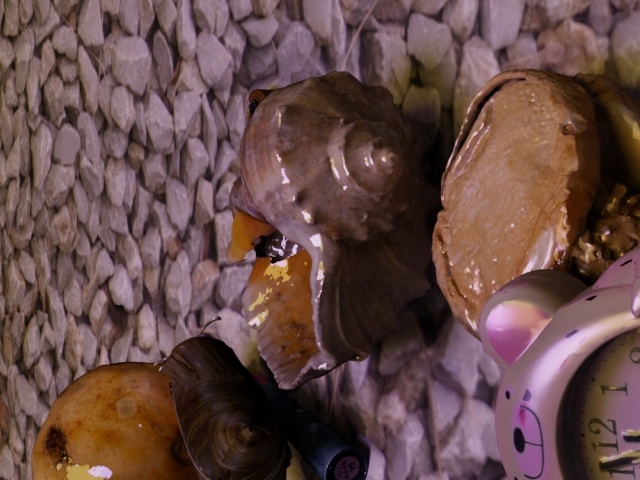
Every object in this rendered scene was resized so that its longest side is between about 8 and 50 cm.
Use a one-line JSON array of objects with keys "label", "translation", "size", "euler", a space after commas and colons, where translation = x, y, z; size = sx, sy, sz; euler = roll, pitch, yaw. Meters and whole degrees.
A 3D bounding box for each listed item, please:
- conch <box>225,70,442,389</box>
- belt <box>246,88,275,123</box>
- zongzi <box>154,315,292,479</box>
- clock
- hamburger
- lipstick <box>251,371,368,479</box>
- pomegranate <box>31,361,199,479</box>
[{"label": "conch", "translation": [0.018, 0.000, 1.453], "size": [0.352, 0.209, 0.297], "euler": [116, 153, -72]}, {"label": "belt", "translation": [-0.061, -0.142, 1.703], "size": [0.059, 0.036, 0.083], "euler": [-57, 45, 43]}, {"label": "zongzi", "translation": [-0.109, 0.167, 1.598], "size": [0.241, 0.111, 0.248], "euler": [95, 154, -55]}, {"label": "clock", "translation": [0.270, 0.139, 1.030], "size": [0.309, 0.114, 0.284], "euler": [-1, 105, 32]}, {"label": "hamburger", "translation": [0.201, -0.024, 1.212], "size": [0.286, 0.146, 0.243], "euler": [-15, 73, 63]}, {"label": "lipstick", "translation": [-0.027, 0.208, 1.656], "size": [0.234, 0.053, 0.053], "euler": [37, 121, 53]}, {"label": "pomegranate", "translation": [-0.239, 0.278, 1.810], "size": [0.260, 0.260, 0.261], "euler": [4, 94, 57]}]
